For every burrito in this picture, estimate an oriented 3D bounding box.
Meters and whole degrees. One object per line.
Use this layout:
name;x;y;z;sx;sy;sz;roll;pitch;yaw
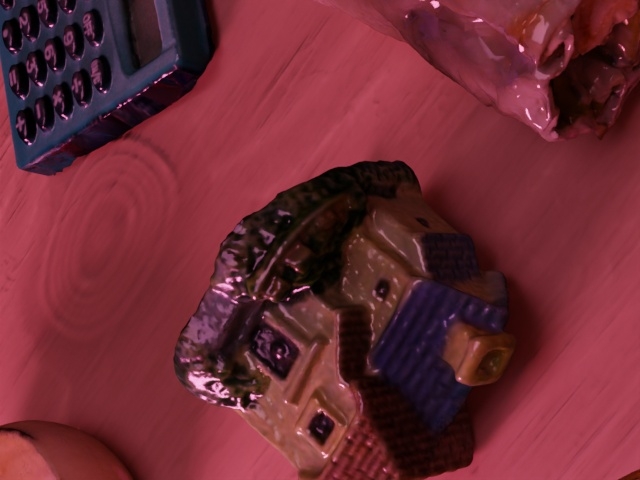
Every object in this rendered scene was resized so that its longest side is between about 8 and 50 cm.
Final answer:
burrito;0.094;-0.206;1.231;0.332;0.135;0.190;32;146;40

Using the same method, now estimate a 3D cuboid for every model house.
model house;0.037;0.074;1.236;0.189;0.195;0.214;42;113;29

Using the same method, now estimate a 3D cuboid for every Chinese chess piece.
Chinese chess piece;-0.260;0.288;1.513;0.251;0.097;0.251;-9;76;41

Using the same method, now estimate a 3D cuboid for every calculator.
calculator;-0.221;-0.216;1.591;0.274;0.058;0.248;-27;65;36

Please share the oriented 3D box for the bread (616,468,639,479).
bread;0.248;0.201;1.075;0.190;0.114;0.132;-29;74;44
